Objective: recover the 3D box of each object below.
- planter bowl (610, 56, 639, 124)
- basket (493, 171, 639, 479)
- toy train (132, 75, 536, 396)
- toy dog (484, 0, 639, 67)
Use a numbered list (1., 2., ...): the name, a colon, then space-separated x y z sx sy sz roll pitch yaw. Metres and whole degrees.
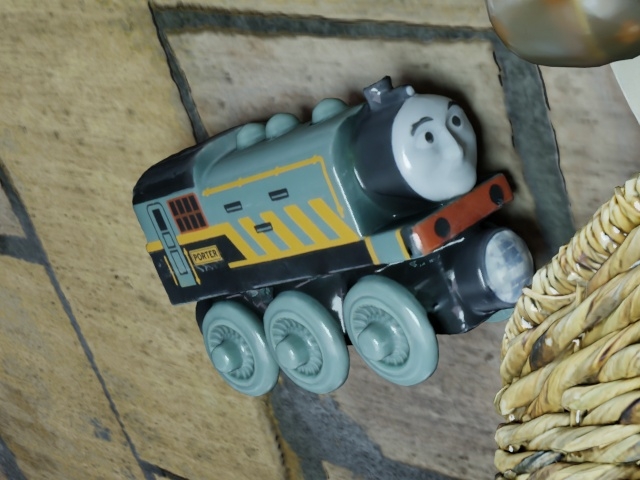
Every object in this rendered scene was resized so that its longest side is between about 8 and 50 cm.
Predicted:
1. planter bowl: 0.215 -0.083 0.612 0.109 0.162 0.162 -34 98 29
2. basket: 0.230 0.056 0.595 0.213 0.299 0.223 -177 90 -67
3. toy train: 0.000 0.000 0.939 0.334 0.142 0.190 -12 105 52
4. toy dog: 0.005 -0.217 0.484 0.408 0.285 0.395 19 139 -24
